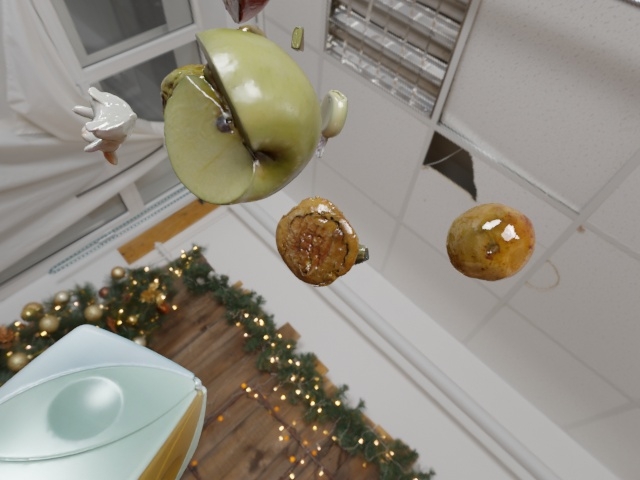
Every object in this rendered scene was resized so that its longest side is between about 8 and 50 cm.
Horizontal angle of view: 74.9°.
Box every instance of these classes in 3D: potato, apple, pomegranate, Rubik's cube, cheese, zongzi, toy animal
[{"bbox_3d":[-0.310,-0.891,1.871,0.137,0.176,0.137,38,-38,39],"label":"potato"},{"bbox_3d":[-0.131,-0.221,0.760,0.258,0.233,0.295,60,-43,26],"label":"apple"},{"bbox_3d":[0.485,0.003,1.210,0.248,0.248,0.248,39,-28,26],"label":"pomegranate"},{"bbox_3d":[-0.482,0.442,0.897,0.351,0.347,0.352,22,-50,9],"label":"Rubik's cube"},{"bbox_3d":[0.027,-0.387,1.418,0.137,0.064,0.227,-114,-144,-47],"label":"cheese"},{"bbox_3d":[0.143,0.068,2.062,0.221,0.242,0.112,-2,-90,17],"label":"zongzi"},{"bbox_3d":[-0.640,-0.315,1.220,0.282,0.138,0.140,-21,-103,46],"label":"toy animal"}]

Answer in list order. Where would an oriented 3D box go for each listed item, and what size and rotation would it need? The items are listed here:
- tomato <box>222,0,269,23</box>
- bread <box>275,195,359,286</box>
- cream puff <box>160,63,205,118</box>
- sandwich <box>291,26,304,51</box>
[{"bbox_3d":[-0.193,-0.721,1.006,0.338,0.143,0.338,61,-12,22],"label":"tomato"},{"bbox_3d":[0.001,0.003,1.765,0.337,0.204,0.358,-38,-100,23],"label":"bread"},{"bbox_3d":[-0.321,-0.404,1.322,0.324,0.257,0.291,-9,-71,45],"label":"cream puff"},{"bbox_3d":[-0.065,-0.558,1.183,0.031,0.044,0.083,16,-26,9],"label":"sandwich"}]
